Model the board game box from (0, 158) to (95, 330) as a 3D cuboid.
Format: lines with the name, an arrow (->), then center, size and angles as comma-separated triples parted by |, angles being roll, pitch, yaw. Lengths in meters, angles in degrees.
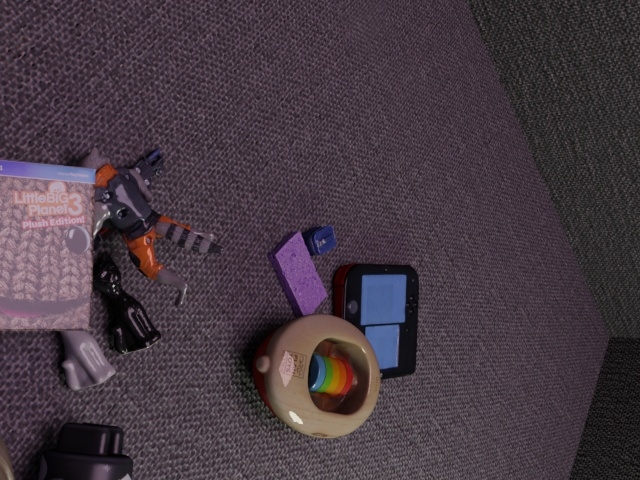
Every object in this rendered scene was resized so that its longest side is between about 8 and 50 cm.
board game box -> -0.531, 0.014, 1.450 | 0.232, 0.141, 0.291 | 3, 84, -34

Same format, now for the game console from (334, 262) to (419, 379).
game console -> 0.172, 0.239, 2.417 | 0.387, 0.060, 0.341 | 4, 84, -50

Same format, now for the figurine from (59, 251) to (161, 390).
figurine -> -0.450, 0.157, 1.640 | 0.215, 0.092, 0.209 | -39, 108, -45

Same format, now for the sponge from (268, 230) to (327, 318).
sponge -> -0.056, 0.094, 2.167 | 0.117, 0.031, 0.210 | -46, 121, -43

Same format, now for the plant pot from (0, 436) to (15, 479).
plant pot -> -0.585, 0.448, 1.180 | 0.323, 0.280, 0.323 | -16, 125, -24

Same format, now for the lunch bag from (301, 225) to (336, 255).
lunch bag -> 0.000, 0.000, 2.218 | 0.098, 0.065, 0.067 | -31, 111, -47

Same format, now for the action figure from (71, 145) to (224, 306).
action figure -> -0.351, -0.074, 1.682 | 0.330, 0.178, 0.341 | 41, 50, -18

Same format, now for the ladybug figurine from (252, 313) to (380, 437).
ladybug figurine -> -0.020, 0.339, 2.086 | 0.449, 0.162, 0.305 | 27, 66, -47

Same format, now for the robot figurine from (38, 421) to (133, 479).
robot figurine -> -0.441, 0.484, 1.539 | 0.209, 0.174, 0.278 | 15, 74, -37
